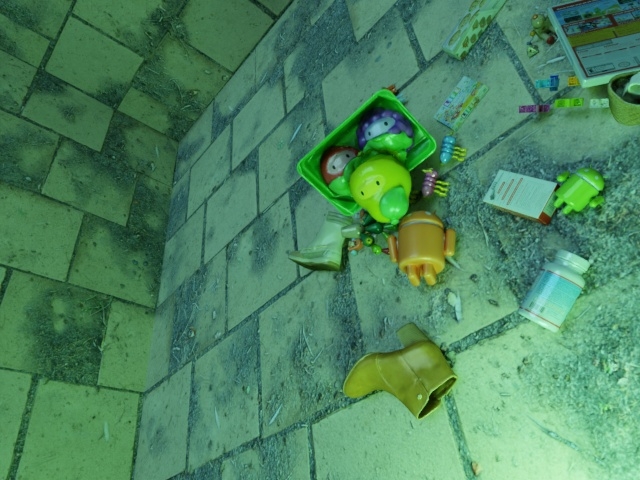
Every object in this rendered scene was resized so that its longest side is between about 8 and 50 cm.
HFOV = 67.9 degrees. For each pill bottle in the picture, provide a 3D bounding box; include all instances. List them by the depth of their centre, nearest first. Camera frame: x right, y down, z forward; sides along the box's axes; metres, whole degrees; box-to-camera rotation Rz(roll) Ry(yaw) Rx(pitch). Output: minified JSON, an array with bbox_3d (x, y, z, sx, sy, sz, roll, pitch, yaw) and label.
[{"bbox_3d":[0.490,0.103,0.992,0.160,0.087,0.087,-61,35,4],"label":"pill bottle"}]

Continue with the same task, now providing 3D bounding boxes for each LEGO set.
[{"bbox_3d":[0.611,-0.357,1.144,0.227,0.093,0.086,14,111,50],"label":"LEGO set"}]

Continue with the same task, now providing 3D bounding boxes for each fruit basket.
[{"bbox_3d":[0.141,-0.220,1.384,0.392,0.283,0.392,-41,21,19],"label":"fruit basket"}]

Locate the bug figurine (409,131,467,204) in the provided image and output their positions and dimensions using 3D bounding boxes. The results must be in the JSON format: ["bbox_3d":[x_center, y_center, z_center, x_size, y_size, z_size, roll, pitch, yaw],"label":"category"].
[{"bbox_3d":[0.302,-0.216,1.455,0.279,0.072,0.216,-8,63,50],"label":"bug figurine"}]

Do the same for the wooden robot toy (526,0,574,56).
[{"bbox_3d":[0.609,-0.588,1.284,0.173,0.079,0.076,-48,38,23],"label":"wooden robot toy"}]

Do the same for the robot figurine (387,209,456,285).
[{"bbox_3d":[0.273,0.012,1.297,0.158,0.128,0.219,-36,41,53],"label":"robot figurine"}]

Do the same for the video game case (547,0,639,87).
[{"bbox_3d":[0.668,-0.473,1.092,0.204,0.025,0.285,-9,56,12],"label":"video game case"}]

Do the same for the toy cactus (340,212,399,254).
[{"bbox_3d":[0.151,-0.038,1.476,0.181,0.112,0.218,-7,53,18],"label":"toy cactus"}]

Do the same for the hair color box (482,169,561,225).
[{"bbox_3d":[0.491,-0.107,1.155,0.167,0.053,0.093,33,97,54],"label":"hair color box"}]

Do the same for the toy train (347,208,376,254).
[{"bbox_3d":[0.130,-0.041,1.589,0.125,0.046,0.166,-20,54,45],"label":"toy train"}]

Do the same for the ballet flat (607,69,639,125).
[{"bbox_3d":[0.640,-0.262,0.774,0.342,0.124,0.116,14,79,58],"label":"ballet flat"}]

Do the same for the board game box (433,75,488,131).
[{"bbox_3d":[0.428,-0.420,1.459,0.154,0.026,0.103,-54,35,14],"label":"board game box"}]

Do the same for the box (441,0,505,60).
[{"bbox_3d":[0.517,-0.732,1.510,0.324,0.063,0.067,-53,37,15],"label":"box"}]

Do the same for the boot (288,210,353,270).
[{"bbox_3d":[0.000,0.000,1.692,0.262,0.095,0.203,-2,66,55],"label":"boot"}]

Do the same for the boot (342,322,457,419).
[{"bbox_3d":[0.191,0.368,1.201,0.295,0.104,0.211,-48,37,15],"label":"boot"}]

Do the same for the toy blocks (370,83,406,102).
[{"bbox_3d":[0.249,-0.517,1.731,0.148,0.054,0.123,-18,56,46],"label":"toy blocks"}]

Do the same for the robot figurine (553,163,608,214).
[{"bbox_3d":[0.568,-0.110,1.044,0.115,0.067,0.101,-50,64,19],"label":"robot figurine"}]
